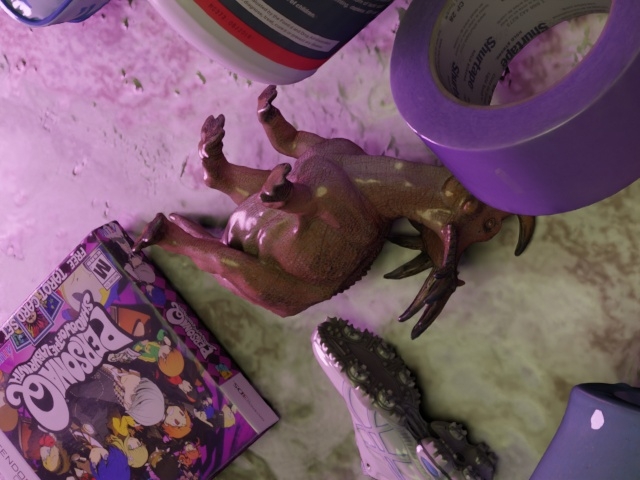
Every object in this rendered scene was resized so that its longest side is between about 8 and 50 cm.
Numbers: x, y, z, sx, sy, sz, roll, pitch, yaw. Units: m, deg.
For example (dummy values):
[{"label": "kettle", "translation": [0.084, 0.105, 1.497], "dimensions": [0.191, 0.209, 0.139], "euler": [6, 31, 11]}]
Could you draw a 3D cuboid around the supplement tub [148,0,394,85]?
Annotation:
[{"label": "supplement tub", "translation": [0.011, -0.248, 1.045], "dimensions": [0.272, 0.191, 0.191], "euler": [-39, 83, 25]}]

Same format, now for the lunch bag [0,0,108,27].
[{"label": "lunch bag", "translation": [-0.213, -0.279, 1.209], "dimensions": [0.176, 0.090, 0.219], "euler": [-41, 83, 27]}]

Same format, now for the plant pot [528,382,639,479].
[{"label": "plant pot", "translation": [0.222, 0.231, 1.031], "dimensions": [0.272, 0.272, 0.255], "euler": [13, 94, 23]}]

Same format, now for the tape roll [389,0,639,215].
[{"label": "tape roll", "translation": [0.143, -0.116, 1.019], "dimensions": [0.189, 0.080, 0.189], "euler": [-21, 49, 25]}]

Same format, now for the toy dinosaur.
[{"label": "toy dinosaur", "translation": [0.000, 0.000, 1.163], "dimensions": [0.200, 0.127, 0.296], "euler": [38, 141, -26]}]

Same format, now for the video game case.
[{"label": "video game case", "translation": [-0.178, 0.135, 1.316], "dimensions": [0.232, 0.042, 0.210], "euler": [-43, 83, 27]}]

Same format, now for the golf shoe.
[{"label": "golf shoe", "translation": [0.043, 0.140, 1.198], "dimensions": [0.176, 0.069, 0.086], "euler": [49, 123, 10]}]
